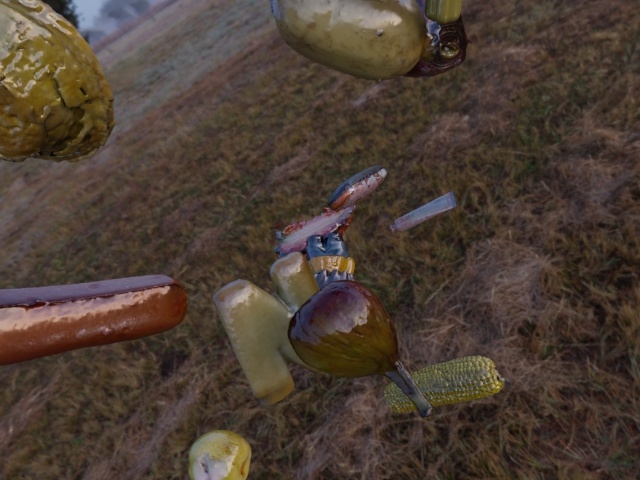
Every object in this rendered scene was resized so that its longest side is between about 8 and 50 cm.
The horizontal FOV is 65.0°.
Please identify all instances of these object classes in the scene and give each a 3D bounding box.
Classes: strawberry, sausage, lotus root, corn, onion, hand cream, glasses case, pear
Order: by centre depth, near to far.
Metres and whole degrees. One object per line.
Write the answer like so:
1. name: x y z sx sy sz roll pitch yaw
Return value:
1. sausage: -0.355 0.110 0.726 0.330 0.102 0.102 -5 4 -38
2. lotus root: 0.055 -0.337 0.774 0.146 0.284 0.160 114 169 -67
3. corn: 0.296 0.344 1.210 0.310 0.101 0.101 -21 29 30
4. onion: 0.233 -0.534 1.233 0.206 0.207 0.216 -24 54 12
5. pear: -0.282 0.611 1.391 0.178 0.178 0.178 -28 26 15
6. glasses case: 0.111 -0.155 1.467 0.103 0.067 0.266 -43 -6 39
7. hand cream: 0.303 -0.078 1.495 0.209 0.043 0.067 -29 37 25
8. strawberry: 0.000 0.000 1.704 0.306 0.138 0.233 -21 26 10

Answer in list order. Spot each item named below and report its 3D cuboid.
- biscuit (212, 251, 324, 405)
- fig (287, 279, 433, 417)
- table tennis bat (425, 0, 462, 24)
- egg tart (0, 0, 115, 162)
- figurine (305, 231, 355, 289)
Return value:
1. biscuit: -0.083 0.194 1.111 0.237 0.291 0.062 -25 12 -23
2. fig: 0.081 0.205 0.952 0.190 0.290 0.190 -47 6 6
3. table tennis bat: 0.161 -0.438 0.623 0.050 0.321 0.198 4 38 13
4. egg tart: -0.355 -0.170 0.561 0.241 0.241 0.106 -17 43 33
5. figurine: 0.027 0.135 1.374 0.185 0.332 0.204 -8 -13 1
